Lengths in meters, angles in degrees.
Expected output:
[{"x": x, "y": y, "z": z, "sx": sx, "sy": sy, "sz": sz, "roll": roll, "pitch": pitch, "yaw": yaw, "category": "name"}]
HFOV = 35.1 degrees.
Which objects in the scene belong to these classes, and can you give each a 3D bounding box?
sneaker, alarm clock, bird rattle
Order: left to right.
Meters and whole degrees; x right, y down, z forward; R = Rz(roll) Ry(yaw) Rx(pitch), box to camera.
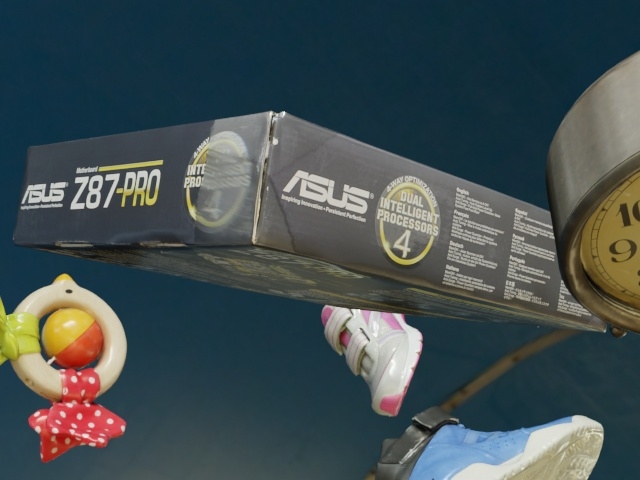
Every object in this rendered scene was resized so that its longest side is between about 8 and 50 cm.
[{"x": -0.339, "y": 0.152, "z": 1.334, "sx": 0.253, "sy": 0.207, "sz": 0.143, "roll": 40, "pitch": -42, "yaw": -1, "category": "bird rattle"}, {"x": 0.056, "y": 0.123, "z": 1.275, "sx": 0.111, "sy": 0.252, "sz": 0.103, "roll": 9, "pitch": -59, "yaw": -11, "category": "sneaker"}, {"x": 0.099, "y": 0.127, "z": 0.609, "sx": 0.152, "sy": 0.084, "sz": 0.058, "roll": -15, "pitch": -60, "yaw": -39, "category": "sneaker"}, {"x": 0.142, "y": -0.031, "z": 0.349, "sx": 0.129, "sy": 0.064, "sz": 0.192, "roll": -11, "pitch": -36, "yaw": 16, "category": "alarm clock"}]

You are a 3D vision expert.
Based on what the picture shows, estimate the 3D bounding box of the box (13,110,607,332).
[{"x": 0.000, "y": 0.000, "z": 0.832, "sx": 0.395, "sy": 0.318, "sz": 0.097, "roll": 15, "pitch": -98, "yaw": -41, "category": "box"}]
